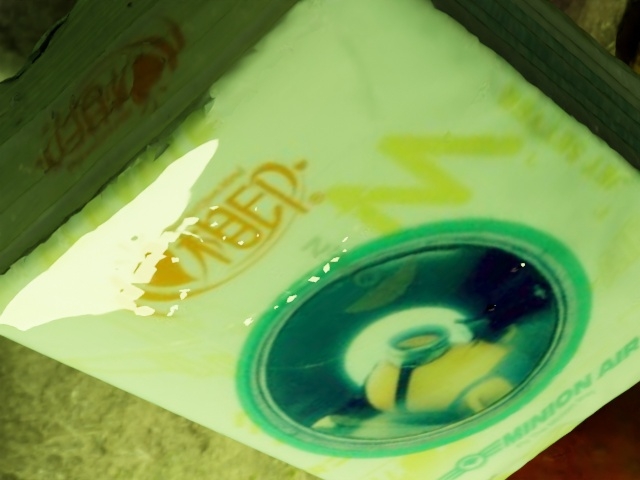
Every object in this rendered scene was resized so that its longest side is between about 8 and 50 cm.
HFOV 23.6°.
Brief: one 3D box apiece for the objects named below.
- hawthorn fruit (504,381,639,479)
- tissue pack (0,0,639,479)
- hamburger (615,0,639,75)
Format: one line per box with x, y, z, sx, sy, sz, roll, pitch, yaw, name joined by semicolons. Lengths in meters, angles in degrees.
0.177;0.199;1.076;0.284;0.284;0.284;-16;124;-24;hawthorn fruit
0.029;-0.015;0.835;0.287;0.162;0.388;-41;134;21;tissue pack
0.368;-0.114;1.081;0.304;0.174;0.284;-44;120;-11;hamburger
